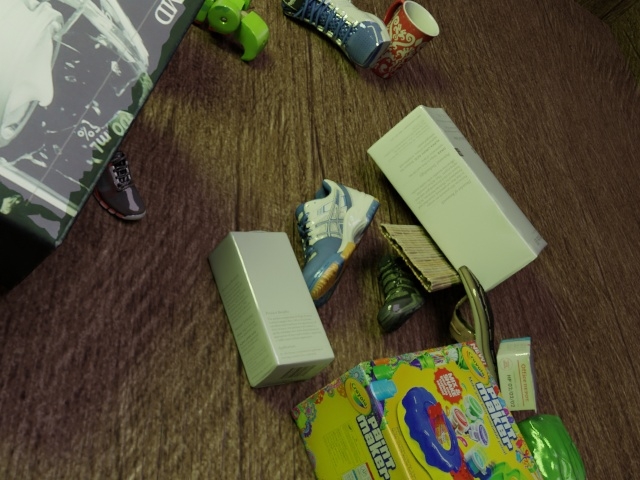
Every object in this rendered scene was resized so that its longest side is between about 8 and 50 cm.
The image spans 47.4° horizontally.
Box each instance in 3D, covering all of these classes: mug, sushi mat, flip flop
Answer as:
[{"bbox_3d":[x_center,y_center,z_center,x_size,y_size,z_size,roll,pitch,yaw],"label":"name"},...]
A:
[{"bbox_3d":[0.198,-0.503,1.816,0.113,0.169,0.150,30,42,-19],"label":"mug"},{"bbox_3d":[0.209,0.028,1.412,0.151,0.019,0.316,52,18,15],"label":"sushi mat"},{"bbox_3d":[0.286,0.183,1.375,0.112,0.080,0.277,17,63,-67],"label":"flip flop"}]

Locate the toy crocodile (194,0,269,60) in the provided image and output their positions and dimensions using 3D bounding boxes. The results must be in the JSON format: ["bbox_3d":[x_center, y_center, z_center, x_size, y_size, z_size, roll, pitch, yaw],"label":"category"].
[{"bbox_3d":[-0.252,-0.490,1.465,0.340,0.105,0.115,28,43,-16],"label":"toy crocodile"}]

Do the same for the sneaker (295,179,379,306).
[{"bbox_3d":[0.000,0.000,1.296,0.130,0.112,0.296,27,39,3],"label":"sneaker"}]

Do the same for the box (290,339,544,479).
[{"bbox_3d":[0.155,0.330,1.087,0.279,0.177,0.290,-2,60,-44],"label":"box"}]

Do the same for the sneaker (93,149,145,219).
[{"bbox_3d":[-0.315,-0.102,1.103,0.158,0.065,0.061,52,39,5],"label":"sneaker"}]

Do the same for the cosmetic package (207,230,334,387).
[{"bbox_3d":[-0.080,0.103,1.135,0.117,0.085,0.231,2,55,-41],"label":"cosmetic package"}]

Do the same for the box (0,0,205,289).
[{"bbox_3d":[-0.428,-0.274,0.841,0.471,0.297,0.480,33,64,-23],"label":"box"}]

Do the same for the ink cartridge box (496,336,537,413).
[{"bbox_3d":[0.365,0.249,1.350,0.181,0.061,0.105,-14,96,-73],"label":"ink cartridge box"}]

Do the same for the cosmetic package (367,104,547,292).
[{"bbox_3d":[0.293,-0.088,1.536,0.385,0.156,0.217,52,22,7],"label":"cosmetic package"}]

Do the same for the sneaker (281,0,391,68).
[{"bbox_3d":[0.008,-0.534,1.721,0.182,0.127,0.316,-13,61,-43],"label":"sneaker"}]

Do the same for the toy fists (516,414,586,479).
[{"bbox_3d":[0.355,0.391,1.284,0.279,0.096,0.142,12,42,-34],"label":"toy fists"}]

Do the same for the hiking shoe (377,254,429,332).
[{"bbox_3d":[0.138,0.088,1.355,0.114,0.086,0.227,44,29,6],"label":"hiking shoe"}]
